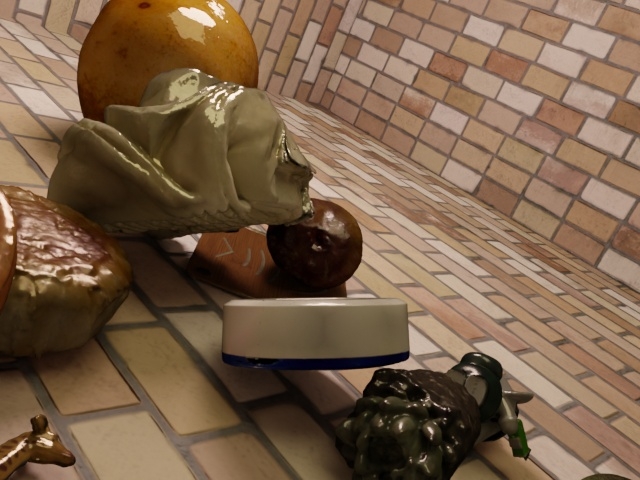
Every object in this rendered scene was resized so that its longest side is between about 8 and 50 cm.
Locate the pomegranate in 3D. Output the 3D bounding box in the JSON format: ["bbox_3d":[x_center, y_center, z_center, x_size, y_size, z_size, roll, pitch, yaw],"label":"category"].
[{"bbox_3d":[-0.310,-0.329,1.338,0.417,0.416,0.416,22,18,-8],"label":"pomegranate"}]

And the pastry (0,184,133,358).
[{"bbox_3d":[-0.333,0.034,0.693,0.236,0.121,0.257,30,17,5],"label":"pastry"}]

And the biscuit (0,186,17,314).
[{"bbox_3d":[-0.477,0.005,0.463,0.455,0.078,0.350,-7,45,-33],"label":"biscuit"}]

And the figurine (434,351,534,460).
[{"bbox_3d":[0.212,0.220,0.851,0.147,0.126,0.192,4,-18,26],"label":"figurine"}]

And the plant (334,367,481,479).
[{"bbox_3d":[0.095,0.218,0.700,0.132,0.129,0.194,32,16,28],"label":"plant"}]

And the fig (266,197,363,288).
[{"bbox_3d":[0.002,-0.002,1.142,0.170,0.145,0.274,28,7,6],"label":"fig"}]

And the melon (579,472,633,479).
[{"bbox_3d":[0.338,0.330,0.701,0.114,0.114,0.167,20,19,-12],"label":"melon"}]

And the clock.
[{"bbox_3d":[-0.007,0.109,0.774,0.230,0.083,0.230,-3,-5,0],"label":"clock"}]

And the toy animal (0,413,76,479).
[{"bbox_3d":[-0.260,0.204,0.415,0.149,0.054,0.275,21,17,-16],"label":"toy animal"}]

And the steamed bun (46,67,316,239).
[{"bbox_3d":[-0.200,-0.131,0.932,0.394,0.237,0.346,-3,-4,-27],"label":"steamed bun"}]

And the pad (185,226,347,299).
[{"bbox_3d":[-0.082,0.052,1.114,0.284,0.018,0.286,22,20,-8],"label":"pad"}]
